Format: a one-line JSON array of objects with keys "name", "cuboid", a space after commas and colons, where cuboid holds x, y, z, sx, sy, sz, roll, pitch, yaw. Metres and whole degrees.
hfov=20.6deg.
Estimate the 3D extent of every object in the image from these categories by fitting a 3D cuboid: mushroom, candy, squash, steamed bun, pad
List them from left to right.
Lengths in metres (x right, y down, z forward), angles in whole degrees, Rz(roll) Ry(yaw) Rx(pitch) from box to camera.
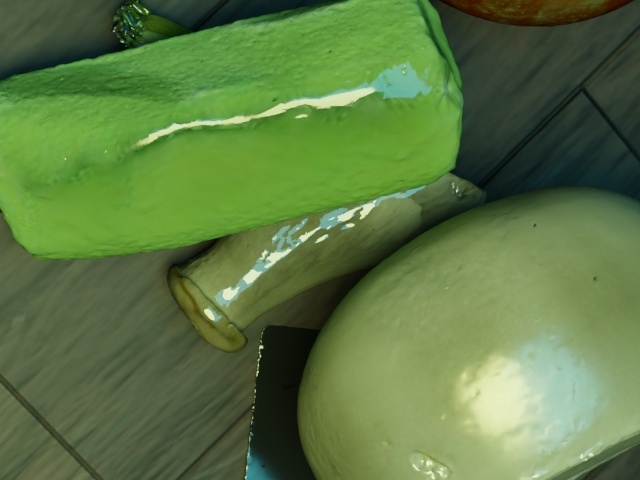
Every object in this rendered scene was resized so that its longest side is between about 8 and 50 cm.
[{"name": "squash", "cuboid": [-0.079, -0.121, 1.324, 0.183, 0.052, 0.052, 29, 86, -19]}, {"name": "candy", "cuboid": [-0.067, -0.079, 1.254, 0.343, 0.142, 0.132, -12, 59, 2]}, {"name": "mushroom", "cuboid": [-0.001, -0.010, 1.336, 0.247, 0.096, 0.108, -29, 103, -8]}, {"name": "pad", "cuboid": [0.070, 0.158, 1.417, 0.265, 0.009, 0.160, 7, 91, -17]}, {"name": "steamed bun", "cuboid": [0.132, 0.085, 1.272, 0.324, 0.324, 0.206, -25, 78, -14]}]

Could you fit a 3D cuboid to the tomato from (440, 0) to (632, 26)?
[{"name": "tomato", "cuboid": [0.158, -0.290, 1.296, 0.270, 0.222, 0.270, 0, 95, 3]}]
